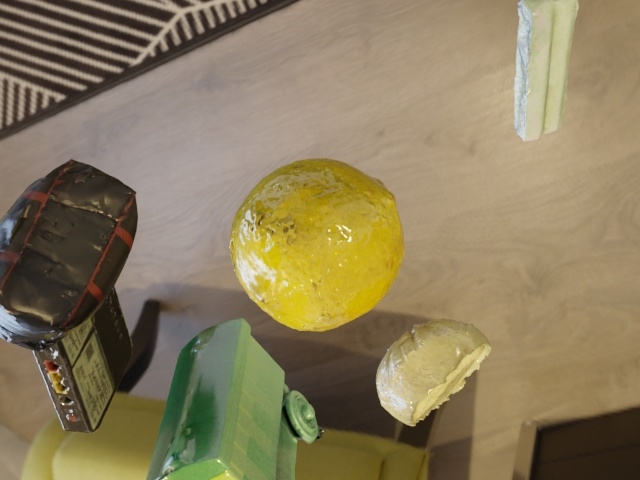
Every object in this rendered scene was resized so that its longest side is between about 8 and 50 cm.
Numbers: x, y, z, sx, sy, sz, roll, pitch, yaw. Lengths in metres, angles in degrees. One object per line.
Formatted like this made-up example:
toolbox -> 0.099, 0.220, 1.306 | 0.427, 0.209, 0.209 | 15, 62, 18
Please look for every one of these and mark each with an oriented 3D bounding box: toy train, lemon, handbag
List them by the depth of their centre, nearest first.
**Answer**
toy train -> -0.095, 0.243, 1.092 | 0.120, 0.301, 0.202 | -31, 114, 19
handbag -> -0.325, 0.023, 1.109 | 0.155, 0.215, 0.169 | 29, 152, -13
lemon -> 0.000, 0.000, 1.832 | 0.349, 0.387, 0.350 | 31, 147, 23

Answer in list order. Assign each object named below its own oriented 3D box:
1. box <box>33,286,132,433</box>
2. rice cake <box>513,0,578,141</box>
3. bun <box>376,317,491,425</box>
box -> -0.398, 0.138, 1.493 | 0.058, 0.211, 0.350 | 5, 131, 11
rice cake -> 0.302, -0.236, 1.236 | 0.040, 0.085, 0.226 | 43, 153, 40
bun -> 0.218, 0.253, 1.867 | 0.152, 0.259, 0.259 | 44, 122, 19
